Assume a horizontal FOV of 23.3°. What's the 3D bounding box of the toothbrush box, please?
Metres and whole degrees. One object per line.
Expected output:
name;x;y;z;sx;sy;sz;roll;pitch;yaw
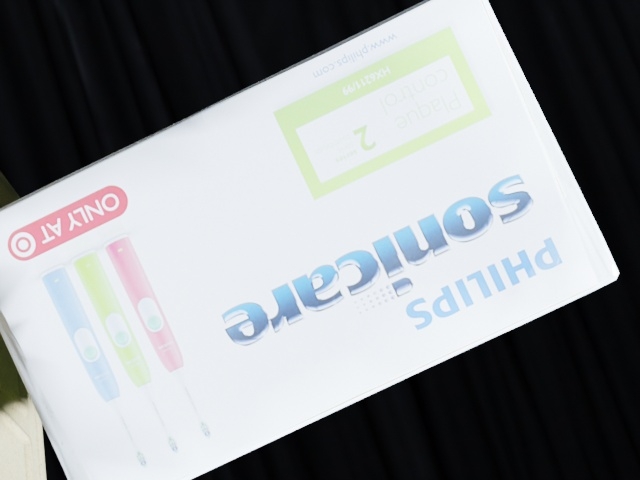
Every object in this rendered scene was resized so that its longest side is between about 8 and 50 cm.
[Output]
toothbrush box;0.000;0.000;0.666;0.206;0.122;0.283;-25;-179;7

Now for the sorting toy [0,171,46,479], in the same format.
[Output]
sorting toy;-0.181;0.018;0.608;0.041;0.229;0.307;-13;145;9
